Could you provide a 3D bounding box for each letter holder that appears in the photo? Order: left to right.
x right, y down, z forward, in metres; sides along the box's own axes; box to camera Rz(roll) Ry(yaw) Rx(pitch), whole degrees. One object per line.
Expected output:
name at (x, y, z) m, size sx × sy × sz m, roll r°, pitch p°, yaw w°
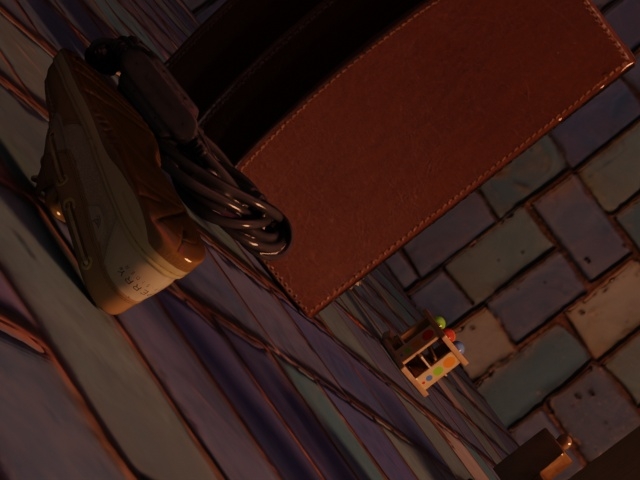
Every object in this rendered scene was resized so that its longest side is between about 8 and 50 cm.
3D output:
letter holder at (0.040, -0.128, 1.340) m, size 0.214 × 0.302 × 0.152 m, roll 51°, pitch 3°, yaw -10°

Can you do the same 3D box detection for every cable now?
cable at (-0.085, -0.056, 1.181) m, size 0.184 × 0.047 × 0.150 m, roll 50°, pitch -2°, yaw 6°

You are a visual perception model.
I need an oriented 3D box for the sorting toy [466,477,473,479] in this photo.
sorting toy at (0.120, 0.223, 0.883) m, size 0.132 × 0.046 × 0.274 m, roll 51°, pitch 3°, yaw -17°

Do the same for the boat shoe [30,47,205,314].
boat shoe at (-0.087, -0.025, 0.686) m, size 0.050 × 0.045 × 0.135 m, roll 40°, pitch 14°, yaw -39°

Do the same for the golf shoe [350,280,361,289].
golf shoe at (0.000, 0.000, 1.717) m, size 0.086 × 0.069 × 0.176 m, roll 32°, pitch -4°, yaw 12°

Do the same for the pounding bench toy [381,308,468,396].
pounding bench toy at (0.105, 0.104, 1.850) m, size 0.052 × 0.065 × 0.083 m, roll 50°, pitch 4°, yaw -38°

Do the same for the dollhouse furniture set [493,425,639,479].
dollhouse furniture set at (0.164, 0.142, 0.863) m, size 0.144 × 0.123 × 0.151 m, roll 54°, pitch 3°, yaw 22°
